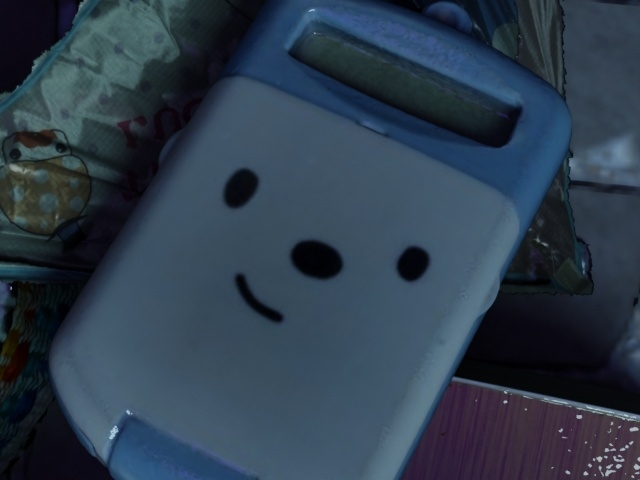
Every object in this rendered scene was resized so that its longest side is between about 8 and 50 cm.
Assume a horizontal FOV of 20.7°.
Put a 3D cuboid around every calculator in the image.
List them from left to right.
[{"bbox_3d":[0.000,0.000,0.578,0.121,0.039,0.210,27,66,9],"label":"calculator"}]

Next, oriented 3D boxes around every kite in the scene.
[{"bbox_3d":[-0.006,-0.111,0.645,0.368,0.014,0.406,49,66,-20],"label":"kite"}]

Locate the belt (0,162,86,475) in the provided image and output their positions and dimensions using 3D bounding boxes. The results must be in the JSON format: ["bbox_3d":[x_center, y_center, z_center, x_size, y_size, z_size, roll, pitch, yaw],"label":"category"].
[{"bbox_3d":[-0.214,0.034,0.655,0.257,0.150,0.207,-42,80,2],"label":"belt"}]

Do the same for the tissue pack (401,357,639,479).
[{"bbox_3d":[0.045,0.169,0.648,0.159,0.136,0.246,11,91,4],"label":"tissue pack"}]
